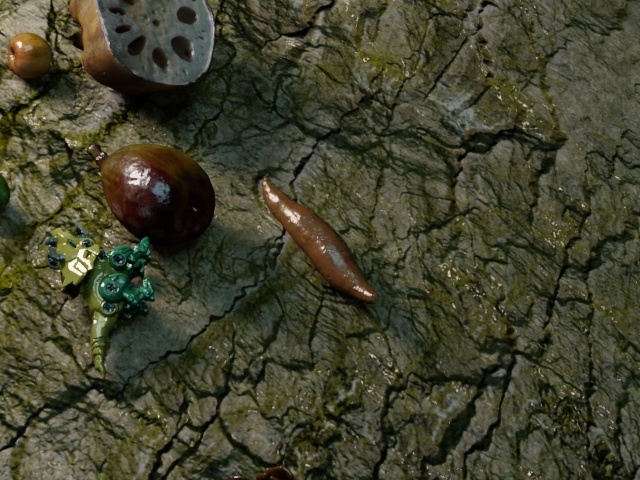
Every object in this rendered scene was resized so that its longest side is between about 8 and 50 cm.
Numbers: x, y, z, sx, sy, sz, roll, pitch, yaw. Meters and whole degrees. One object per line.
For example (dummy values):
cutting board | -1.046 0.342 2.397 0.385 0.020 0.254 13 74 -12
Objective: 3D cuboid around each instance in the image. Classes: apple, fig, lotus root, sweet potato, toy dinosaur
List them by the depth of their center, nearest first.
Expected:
toy dinosaur | -0.323 0.088 1.775 0.153 0.094 0.259 -9 65 -23
fig | -0.296 -0.099 1.905 0.274 0.145 0.170 33 29 31
sweet potato | 0.000 0.000 1.965 0.072 0.066 0.314 -18 58 -37
apple | -0.507 -0.323 2.034 0.071 0.084 0.084 -5 55 -32
lotus root | -0.334 -0.367 2.047 0.272 0.192 0.272 18 64 -43

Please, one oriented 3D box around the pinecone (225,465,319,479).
pinecone | -0.068 0.409 1.540 0.229 0.201 0.202 -45 47 -9

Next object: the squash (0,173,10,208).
squash | -0.624 -0.132 1.844 0.292 0.082 0.082 27 50 3
